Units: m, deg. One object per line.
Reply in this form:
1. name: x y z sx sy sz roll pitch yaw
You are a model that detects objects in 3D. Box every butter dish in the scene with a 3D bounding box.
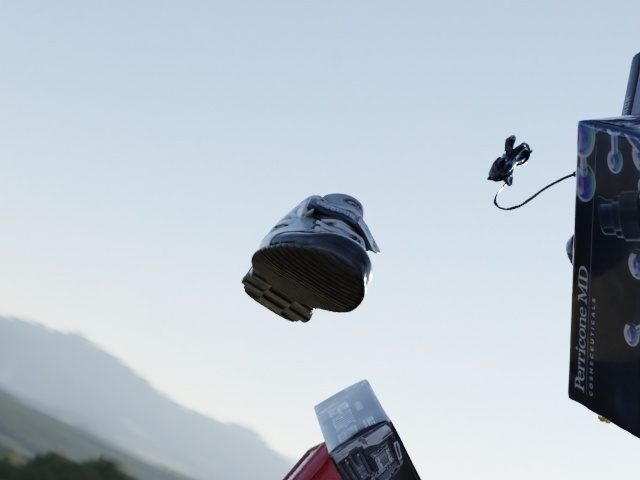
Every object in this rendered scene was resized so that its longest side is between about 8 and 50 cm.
1. butter dish: 0.005 0.394 2.223 0.118 0.160 0.160 43 -21 0

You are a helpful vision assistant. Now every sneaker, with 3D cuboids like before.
1. sneaker: 0.000 0.000 1.596 0.122 0.146 0.330 36 -13 -9

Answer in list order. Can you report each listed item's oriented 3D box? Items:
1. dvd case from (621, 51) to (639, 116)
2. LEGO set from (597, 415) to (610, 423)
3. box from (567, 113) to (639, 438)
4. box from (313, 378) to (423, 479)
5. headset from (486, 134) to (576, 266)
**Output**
1. dvd case: 0.424 -0.084 1.673 0.179 0.238 0.029 23 -22 -18
2. LEGO set: 0.463 0.242 2.207 0.087 0.093 0.227 14 -1 34
3. box: 0.419 0.052 1.275 0.212 0.293 0.395 -7 16 -23
4. box: 0.100 0.320 1.562 0.307 0.076 0.242 62 -1 -6
5. headset: 0.421 -0.042 1.951 0.394 0.243 0.185 18 24 14
